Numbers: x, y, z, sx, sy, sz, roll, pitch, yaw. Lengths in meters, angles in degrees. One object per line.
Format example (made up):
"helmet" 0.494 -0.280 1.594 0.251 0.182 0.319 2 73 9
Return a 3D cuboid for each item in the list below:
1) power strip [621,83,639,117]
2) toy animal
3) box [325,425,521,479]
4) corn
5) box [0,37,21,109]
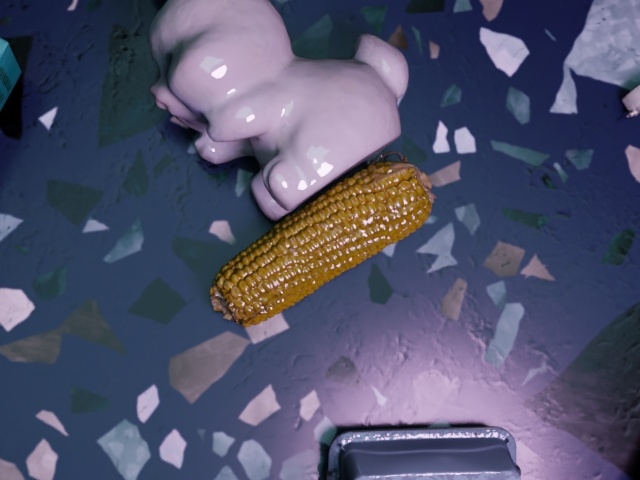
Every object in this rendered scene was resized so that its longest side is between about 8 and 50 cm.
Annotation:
"power strip" 0.451 -0.213 1.394 0.191 0.047 0.030 -34 82 -7
"toy animal" -0.075 -0.212 1.283 0.367 0.196 0.241 44 76 -1
"box" 0.122 0.302 1.279 0.227 0.130 0.162 -1 100 -6
"corn" 0.000 0.000 1.311 0.293 0.106 0.106 -32 88 -8
"box" -0.410 -0.115 1.257 0.042 0.161 0.226 28 82 -6
